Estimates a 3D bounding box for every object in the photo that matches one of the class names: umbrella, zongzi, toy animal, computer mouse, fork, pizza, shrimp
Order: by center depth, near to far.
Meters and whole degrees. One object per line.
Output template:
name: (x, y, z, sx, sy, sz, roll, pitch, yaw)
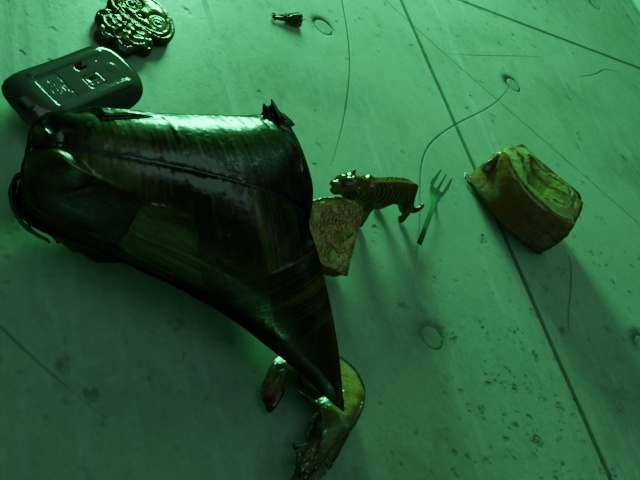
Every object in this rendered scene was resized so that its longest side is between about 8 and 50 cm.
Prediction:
zongzi: (-0.167, 0.033, 1.026, 0.403, 0.208, 0.432, -3, 69, -35)
shrimp: (-0.021, 0.233, 1.072, 0.143, 0.052, 0.251, 29, 34, -1)
computer mouse: (-0.356, -0.217, 1.170, 0.120, 0.057, 0.232, 44, 38, 0)
pizza: (0.000, 0.000, 1.270, 0.174, 0.046, 0.134, -11, 80, -29)
toy animal: (0.103, -0.072, 1.382, 0.241, 0.099, 0.057, 1, 56, -37)
fork: (0.206, -0.059, 1.517, 0.039, 0.021, 0.235, 34, 43, -4)
umbrella: (-0.064, -0.451, 1.632, 0.083, 0.020, 0.032, -5, 99, -41)

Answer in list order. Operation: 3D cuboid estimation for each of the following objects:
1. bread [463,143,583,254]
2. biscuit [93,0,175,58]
bread: (0.418, -0.091, 1.636, 0.244, 0.123, 0.190, 35, 43, -8)
biscuit: (-0.312, -0.366, 1.354, 0.124, 0.026, 0.175, 34, 41, -10)
